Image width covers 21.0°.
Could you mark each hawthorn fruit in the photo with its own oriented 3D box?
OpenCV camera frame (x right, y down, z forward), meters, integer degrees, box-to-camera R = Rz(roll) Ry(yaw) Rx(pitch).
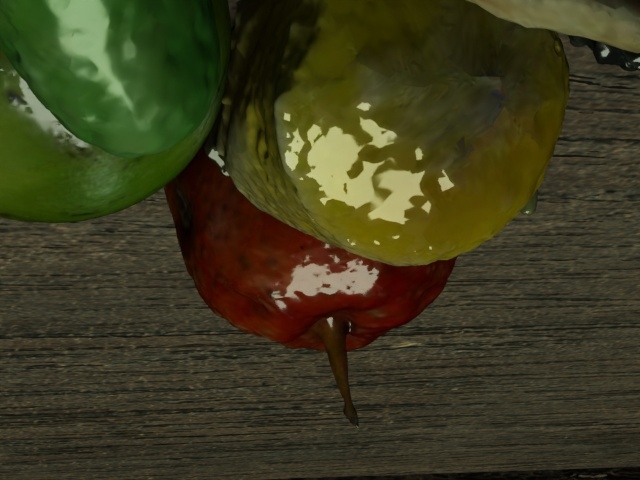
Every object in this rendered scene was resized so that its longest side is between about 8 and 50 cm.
[{"bbox_3d":[0.000,0.000,1.108,0.207,0.243,0.207,-6,164,-2],"label":"hawthorn fruit"}]

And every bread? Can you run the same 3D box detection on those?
[{"bbox_3d":[0.035,-0.086,0.930,0.197,0.197,0.170,6,-176,-33],"label":"bread"}]

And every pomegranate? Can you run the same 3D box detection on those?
[{"bbox_3d":[-0.105,-0.117,0.804,0.240,0.190,0.159,-3,159,-10],"label":"pomegranate"}]

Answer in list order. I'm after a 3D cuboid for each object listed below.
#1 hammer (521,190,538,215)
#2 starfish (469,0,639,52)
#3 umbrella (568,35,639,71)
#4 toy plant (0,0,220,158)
[{"bbox_3d":[0.067,-0.044,1.305,0.195,0.060,0.028,-2,162,-1],"label":"hammer"},{"bbox_3d":[0.051,-0.242,0.359,0.383,0.398,0.132,-6,-169,-27],"label":"starfish"},{"bbox_3d":[0.197,-0.195,0.802,0.154,0.128,0.337,-19,158,-10],"label":"umbrella"},{"bbox_3d":[-0.121,-0.199,0.566,0.317,0.211,0.356,28,153,-11],"label":"toy plant"}]
